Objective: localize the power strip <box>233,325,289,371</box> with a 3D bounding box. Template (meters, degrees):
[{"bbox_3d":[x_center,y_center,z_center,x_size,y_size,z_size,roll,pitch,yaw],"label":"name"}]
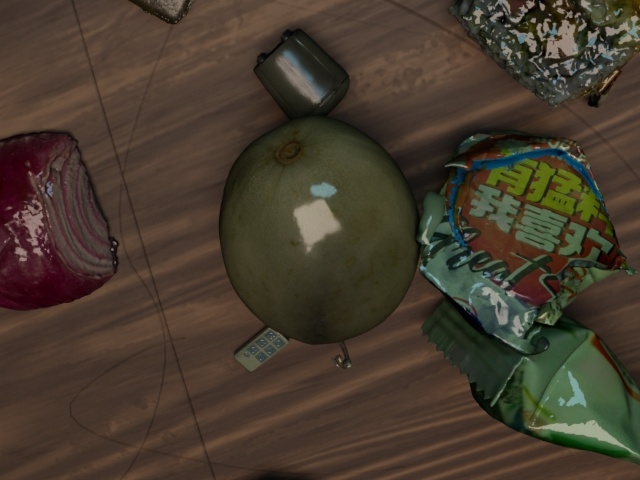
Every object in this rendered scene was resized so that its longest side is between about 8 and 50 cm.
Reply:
[{"bbox_3d":[-0.088,0.160,1.236,0.090,0.016,0.040,-40,108,16],"label":"power strip"}]

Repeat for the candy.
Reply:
[{"bbox_3d":[0.353,0.217,1.127,0.398,0.263,0.172,36,99,-14],"label":"candy"}]

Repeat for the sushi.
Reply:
[{"bbox_3d":[0.280,-0.265,0.980,0.274,0.139,0.184,44,109,-10],"label":"sushi"}]

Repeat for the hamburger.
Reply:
[{"bbox_3d":[0.230,0.000,1.044,0.276,0.150,0.260,-34,82,-20],"label":"hamburger"}]

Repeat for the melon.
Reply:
[{"bbox_3d":[0.000,-0.009,1.026,0.271,0.272,0.308,16,151,-7],"label":"melon"}]

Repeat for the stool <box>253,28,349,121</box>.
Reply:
[{"bbox_3d":[-0.025,-0.204,1.035,0.096,0.096,0.110,-40,103,16],"label":"stool"}]

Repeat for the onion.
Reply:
[{"bbox_3d":[-0.419,-0.001,1.119,0.247,0.111,0.250,-14,115,4],"label":"onion"}]

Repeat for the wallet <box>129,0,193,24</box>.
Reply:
[{"bbox_3d":[-0.235,-0.354,1.002,0.198,0.031,0.110,28,111,-12],"label":"wallet"}]
